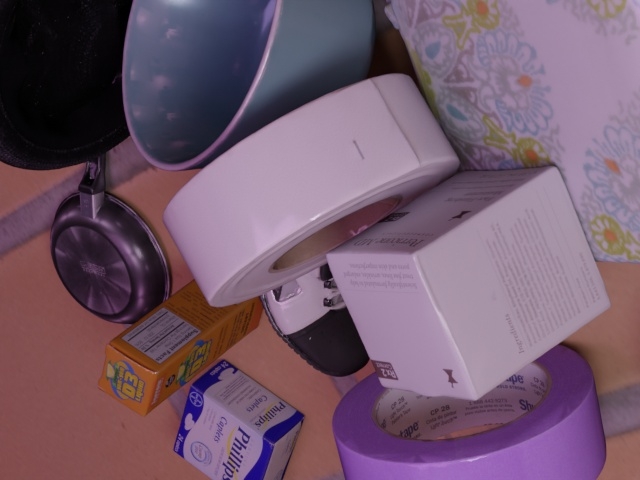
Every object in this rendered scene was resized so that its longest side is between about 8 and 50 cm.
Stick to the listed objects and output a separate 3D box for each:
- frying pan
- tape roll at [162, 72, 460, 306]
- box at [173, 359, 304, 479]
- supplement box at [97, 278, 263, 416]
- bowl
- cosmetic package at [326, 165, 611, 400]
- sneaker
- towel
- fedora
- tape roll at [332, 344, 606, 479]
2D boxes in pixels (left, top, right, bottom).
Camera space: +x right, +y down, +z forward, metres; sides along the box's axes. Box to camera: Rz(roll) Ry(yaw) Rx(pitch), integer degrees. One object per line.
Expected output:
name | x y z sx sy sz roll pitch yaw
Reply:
frying pan | -0.265 -0.018 1.931 0.197 0.053 0.326 34 133 17
tape roll | -0.007 -0.046 1.475 0.286 0.286 0.100 -38 77 43
box | -0.106 0.247 1.935 0.137 0.072 0.126 32 130 18
supplement box | -0.160 0.112 1.791 0.080 0.233 0.078 32 130 19
bowl | -0.059 -0.209 1.541 0.311 0.163 0.311 -21 64 52
cosmetic package | 0.138 0.037 1.413 0.151 0.184 0.151 -2 115 59
sneaker | 0.000 0.000 1.686 0.146 0.122 0.330 -12 106 42
towel | 0.226 -0.135 1.396 0.374 0.090 0.320 4 120 58
fedora | -0.296 -0.249 1.682 0.152 0.334 0.334 42 134 35
tape roll | 0.154 0.199 1.574 0.275 0.275 0.090 0 114 37
